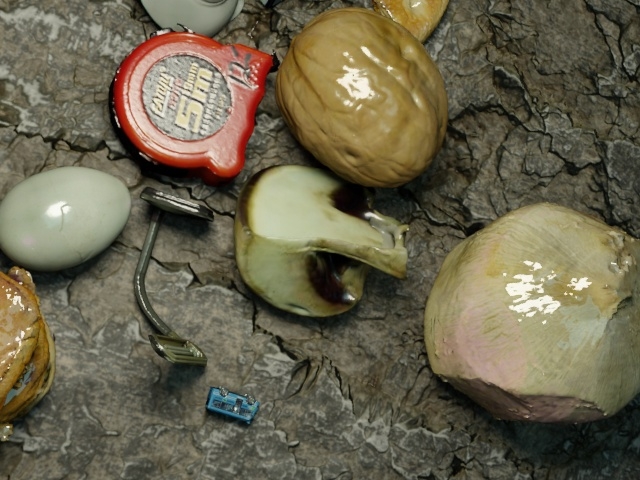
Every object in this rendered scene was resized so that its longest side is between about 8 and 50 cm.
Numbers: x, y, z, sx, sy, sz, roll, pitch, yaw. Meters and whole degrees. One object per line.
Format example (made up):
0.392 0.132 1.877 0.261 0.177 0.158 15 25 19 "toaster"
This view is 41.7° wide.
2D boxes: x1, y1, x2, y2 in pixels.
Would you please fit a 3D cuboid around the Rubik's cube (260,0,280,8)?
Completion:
-0.062 -0.534 1.464 0.160 0.163 0.162 -38 92 -21 "Rubik's cube"

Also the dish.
-0.206 -0.456 1.407 0.224 0.078 0.246 1 90 -38 "dish"

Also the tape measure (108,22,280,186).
-0.216 -0.226 1.388 0.260 0.114 0.253 16 77 -13 "tape measure"

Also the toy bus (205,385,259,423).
-0.145 0.268 1.377 0.083 0.038 0.046 21 80 -14 "toy bus"

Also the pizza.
0.169 -0.510 1.590 0.182 0.074 0.366 11 79 -20 "pizza"

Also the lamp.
-0.240 0.055 1.297 0.124 0.203 0.283 2 85 0 "lamp"

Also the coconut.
0.398 0.123 1.423 0.404 0.404 0.405 3 81 -19 "coconut"

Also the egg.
-0.387 -0.036 1.276 0.209 0.151 0.151 -24 90 -23 "egg"

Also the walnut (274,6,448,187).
0.073 -0.233 1.410 0.313 0.277 0.252 41 91 -14 "walnut"

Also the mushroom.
-0.007 -0.005 1.431 0.291 0.212 0.217 -1 38 -9 "mushroom"

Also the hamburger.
-0.496 0.164 1.175 0.245 0.211 0.261 -21 84 -14 "hamburger"
